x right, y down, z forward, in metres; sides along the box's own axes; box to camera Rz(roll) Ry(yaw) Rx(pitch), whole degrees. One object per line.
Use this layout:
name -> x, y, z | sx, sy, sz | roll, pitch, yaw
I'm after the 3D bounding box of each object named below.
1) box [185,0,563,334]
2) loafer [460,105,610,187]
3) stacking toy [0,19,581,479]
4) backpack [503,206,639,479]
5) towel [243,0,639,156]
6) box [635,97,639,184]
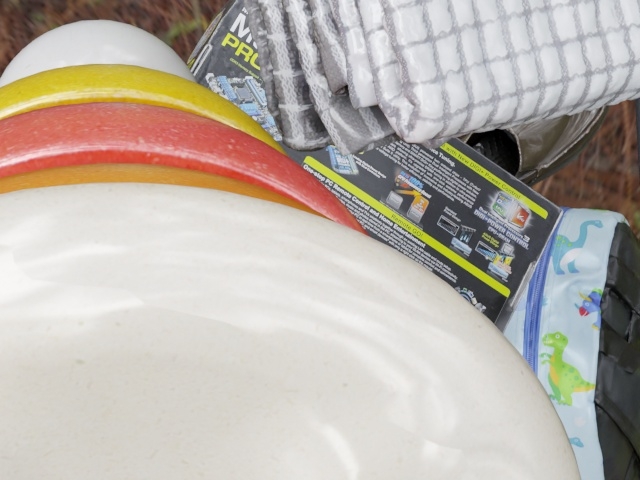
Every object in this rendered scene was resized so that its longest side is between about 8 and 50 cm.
box -> 0.000, 0.000, 1.226 | 0.270, 0.060, 0.216 | 33, 66, -11
loafer -> 0.174, -0.084, 1.633 | 0.220, 0.078, 0.080 | -44, 82, -9
stacking toy -> -0.099, 0.041, 0.845 | 0.350, 0.480, 0.351 | -4, 119, -6
backpack -> 0.192, 0.117, 1.590 | 0.273, 0.355, 0.290 | 14, 68, 7
towel -> 0.058, -0.189, 0.904 | 0.121, 0.235, 0.284 | -10, 96, 48
box -> 0.287, -0.167, 1.140 | 0.143, 0.165, 0.270 | -3, 90, 42
